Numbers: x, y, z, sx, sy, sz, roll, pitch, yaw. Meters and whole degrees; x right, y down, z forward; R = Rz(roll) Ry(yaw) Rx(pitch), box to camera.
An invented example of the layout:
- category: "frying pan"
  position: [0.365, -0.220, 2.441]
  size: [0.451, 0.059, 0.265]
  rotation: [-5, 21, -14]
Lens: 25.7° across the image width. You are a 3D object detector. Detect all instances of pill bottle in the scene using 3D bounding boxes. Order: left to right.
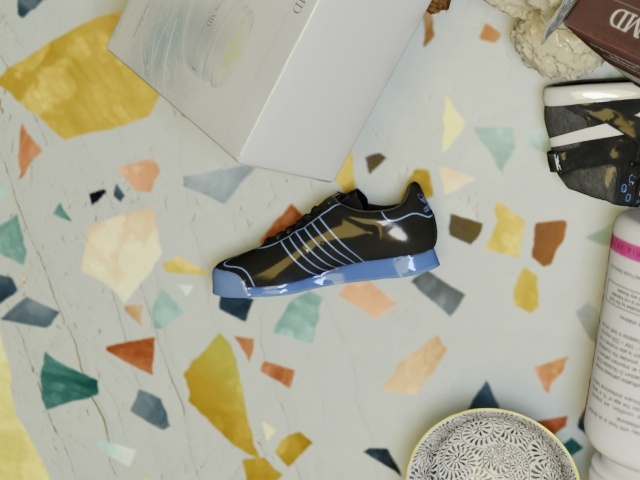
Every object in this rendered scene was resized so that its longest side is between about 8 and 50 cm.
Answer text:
- category: "pill bottle"
  position: [0.328, 0.122, 1.279]
  size: [0.160, 0.160, 0.283]
  rotation: [9, 103, 12]

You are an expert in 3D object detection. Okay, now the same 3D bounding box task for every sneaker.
- category: "sneaker"
  position: [0.000, 0.000, 1.384]
  size: [0.232, 0.081, 0.090]
  rotation: [-9, 96, 9]
- category: "sneaker"
  position: [0.316, -0.091, 1.289]
  size: [0.217, 0.079, 0.121]
  rotation: [0, 104, 23]

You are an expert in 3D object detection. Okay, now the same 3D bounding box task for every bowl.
- category: "bowl"
  position: [0.173, 0.235, 1.382]
  size: [0.170, 0.080, 0.170]
  rotation: [3, 101, 13]

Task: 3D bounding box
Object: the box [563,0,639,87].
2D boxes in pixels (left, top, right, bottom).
- category: "box"
  position: [0.389, -0.277, 1.121]
  size: [0.191, 0.143, 0.381]
  rotation: [38, 99, 48]

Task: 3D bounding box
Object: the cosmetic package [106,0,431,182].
- category: "cosmetic package"
  position: [-0.045, -0.209, 1.272]
  size: [0.224, 0.138, 0.224]
  rotation: [40, 110, 35]

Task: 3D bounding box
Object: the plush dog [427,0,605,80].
- category: "plush dog"
  position: [0.161, -0.292, 1.241]
  size: [0.225, 0.210, 0.262]
  rotation: [27, 108, 32]
